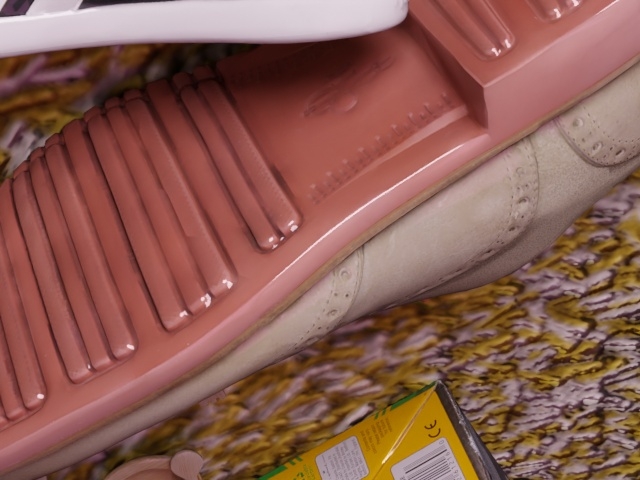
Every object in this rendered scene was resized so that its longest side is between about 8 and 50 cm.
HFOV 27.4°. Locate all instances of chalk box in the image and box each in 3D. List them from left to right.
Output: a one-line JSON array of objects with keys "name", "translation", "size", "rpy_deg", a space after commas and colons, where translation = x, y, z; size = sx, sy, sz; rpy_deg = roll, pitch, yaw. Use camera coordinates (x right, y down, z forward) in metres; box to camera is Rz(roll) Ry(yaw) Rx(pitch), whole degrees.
[{"name": "chalk box", "translation": [0.069, 0.206, 0.725], "size": [0.132, 0.132, 0.213], "rpy_deg": [-30, 131, 6]}]

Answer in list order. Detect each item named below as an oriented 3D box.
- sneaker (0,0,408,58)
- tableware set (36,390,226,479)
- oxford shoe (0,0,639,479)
[{"name": "sneaker", "translation": [-0.080, -0.127, 0.437], "size": [0.217, 0.079, 0.121], "rpy_deg": [-3, 107, 2]}, {"name": "tableware set", "translation": [-0.127, 0.108, 0.647], "size": [0.169, 0.020, 0.141], "rpy_deg": [-12, 132, -9]}, {"name": "oxford shoe", "translation": [0.000, 0.000, 0.524], "size": [0.397, 0.140, 0.146], "rpy_deg": [-31, 139, 11]}]
